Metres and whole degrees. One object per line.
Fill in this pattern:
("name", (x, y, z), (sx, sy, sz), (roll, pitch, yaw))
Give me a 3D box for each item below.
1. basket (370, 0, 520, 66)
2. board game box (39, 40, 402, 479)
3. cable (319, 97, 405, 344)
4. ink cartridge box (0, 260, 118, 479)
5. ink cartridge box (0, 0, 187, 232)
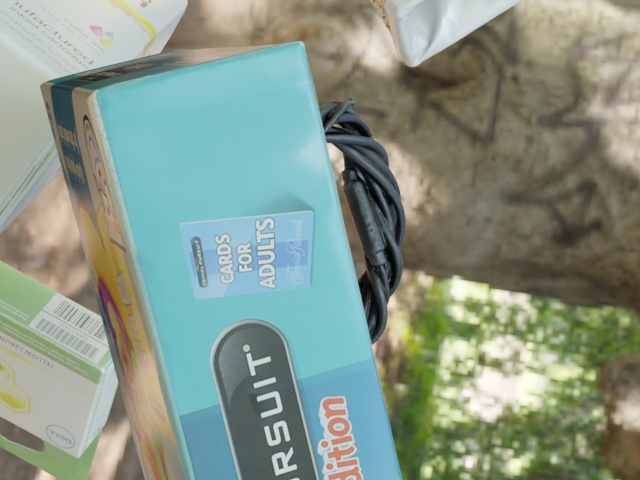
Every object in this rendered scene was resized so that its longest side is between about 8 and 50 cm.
("basket", (0.109, -0.236, 1.099), (0.103, 0.167, 0.113), (59, 0, 18))
("board game box", (-0.036, 0.088, 0.603), (0.254, 0.079, 0.336), (-155, -129, -74))
("cable", (0.000, 0.000, 0.883), (0.150, 0.047, 0.185), (24, 83, -37))
("ink cartridge box", (-0.258, 0.123, 1.140), (0.056, 0.171, 0.235), (-57, 172, -47))
("ink cartridge box", (-0.231, -0.146, 0.889), (0.131, 0.226, 0.306), (-50, -172, 20))
